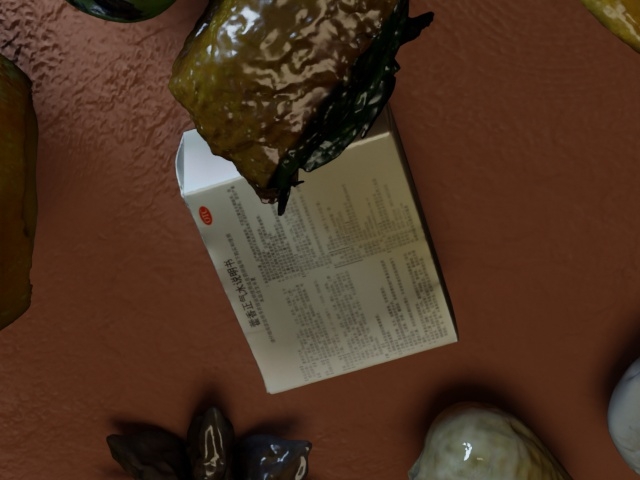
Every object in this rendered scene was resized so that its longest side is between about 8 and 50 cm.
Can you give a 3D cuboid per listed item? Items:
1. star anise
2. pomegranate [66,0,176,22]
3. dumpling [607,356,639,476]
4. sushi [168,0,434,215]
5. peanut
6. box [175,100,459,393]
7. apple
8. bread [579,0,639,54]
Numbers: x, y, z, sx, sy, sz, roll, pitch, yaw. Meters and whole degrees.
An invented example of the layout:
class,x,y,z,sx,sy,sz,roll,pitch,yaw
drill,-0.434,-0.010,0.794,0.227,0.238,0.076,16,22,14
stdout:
class,x,y,z,sx,sy,sz,roll,pitch,yaw
star anise,-0.089,0.226,1.306,0.197,0.073,0.212,-27,126,16
pomegranate,-0.124,-0.217,0.973,0.161,0.122,0.122,-45,127,-21
dumpling,0.332,0.162,1.281,0.150,0.092,0.176,18,123,19
sushi,0.007,-0.156,0.979,0.140,0.149,0.287,32,108,-14
peanut,0.164,0.238,1.311,0.129,0.129,0.224,-32,123,16
box,0.000,0.000,1.140,0.168,0.095,0.212,-17,124,4
apple,-0.286,-0.032,1.019,0.207,0.237,0.237,8,126,-32
bread,0.270,-0.195,0.972,0.270,0.195,0.142,25,126,-26
